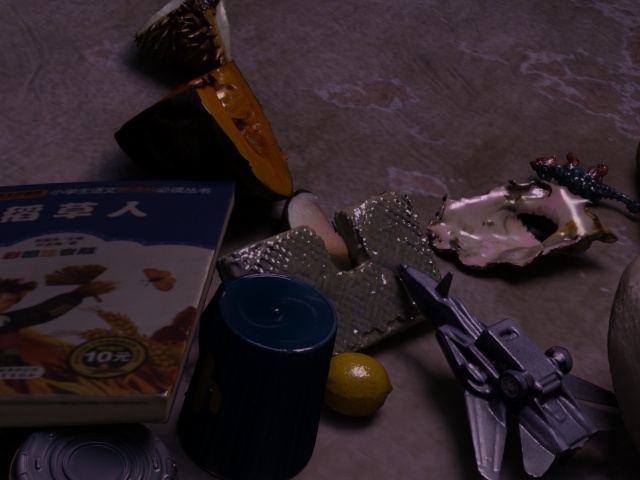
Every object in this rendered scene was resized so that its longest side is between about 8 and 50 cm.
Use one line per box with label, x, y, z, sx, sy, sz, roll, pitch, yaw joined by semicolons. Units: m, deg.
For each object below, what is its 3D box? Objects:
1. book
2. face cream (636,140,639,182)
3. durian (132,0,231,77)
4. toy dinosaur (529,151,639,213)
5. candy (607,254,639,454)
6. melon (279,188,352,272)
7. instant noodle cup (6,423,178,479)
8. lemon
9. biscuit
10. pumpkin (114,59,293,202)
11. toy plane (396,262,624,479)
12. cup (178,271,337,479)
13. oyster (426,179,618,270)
book;-0.247;0.042;1.169;0.299;0.039;0.428;-3;25;4
face cream;0.463;-0.062;1.635;0.104;0.105;0.349;14;35;-2
durian;-0.170;-0.288;1.685;0.144;0.139;0.252;15;15;-1
toy dinosaur;0.343;-0.074;1.653;0.154;0.049;0.055;24;40;9
candy;0.377;0.142;1.228;0.295;0.185;0.295;43;24;-25
melon;-0.006;0.001;1.426;0.098;0.054;0.182;-3;39;-33
instant noodle cup;-0.182;0.215;1.006;0.208;0.126;0.178;-7;40;-28
lemon;0.030;0.139;1.242;0.083;0.062;0.062;8;36;-10
biscuit;0.019;0.042;1.315;0.250;0.046;0.147;-20;89;-36
pumpkin;-0.129;-0.097;1.468;0.169;0.148;0.312;59;13;-10
toy plane;0.168;0.106;1.261;0.212;0.088;0.267;-19;62;-39
cup;-0.062;0.108;1.170;0.131;0.155;0.176;-7;43;-29
oyster;0.232;-0.012;1.523;0.209;0.072;0.133;-22;52;-13
